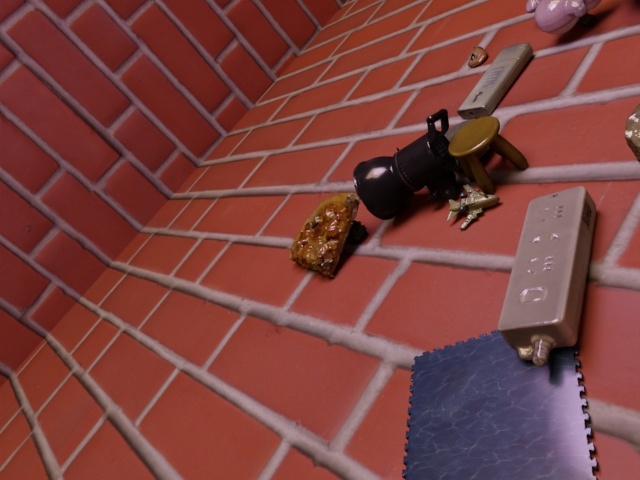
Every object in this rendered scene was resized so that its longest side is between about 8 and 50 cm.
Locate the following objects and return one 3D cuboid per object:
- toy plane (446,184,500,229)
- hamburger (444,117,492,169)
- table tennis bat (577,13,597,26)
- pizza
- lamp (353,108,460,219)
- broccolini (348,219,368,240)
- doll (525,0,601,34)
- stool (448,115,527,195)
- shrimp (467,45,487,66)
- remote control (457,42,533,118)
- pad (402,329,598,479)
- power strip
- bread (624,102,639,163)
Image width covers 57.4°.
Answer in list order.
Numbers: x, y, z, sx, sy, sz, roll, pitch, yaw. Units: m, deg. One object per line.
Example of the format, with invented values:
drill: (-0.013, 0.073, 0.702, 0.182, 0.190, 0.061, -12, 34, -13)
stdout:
toy plane: (0.295, -0.071, 1.139, 0.111, 0.040, 0.102, -18, 55, 44)
hamburger: (0.322, -0.211, 1.287, 0.133, 0.062, 0.140, -52, 29, -11)
table tennis bat: (0.619, -0.561, 1.444, 0.131, 0.022, 0.234, -35, 26, 15)
pizza: (0.000, 0.000, 1.367, 0.292, 0.058, 0.197, -41, 41, 45)
lamp: (0.204, -0.147, 1.248, 0.227, 0.172, 0.147, -28, 4, 41)
broccolini: (0.057, -0.045, 1.443, 0.054, 0.051, 0.239, -2, 14, -16)
doll: (0.583, -0.592, 1.416, 0.160, 0.094, 0.365, -29, 25, 24)
stool: (0.328, -0.171, 1.162, 0.135, 0.110, 0.134, -10, 42, 47)
shrimp: (0.432, -0.514, 1.634, 0.059, 0.023, 0.108, -43, 24, 21)
remote control: (0.429, -0.390, 1.432, 0.233, 0.038, 0.098, -52, 27, -16)
pad: (0.231, 0.230, 0.806, 0.270, 0.012, 0.269, -27, 30, 31)
power strip: (0.340, 0.043, 0.866, 0.098, 0.058, 0.338, -15, 35, 42)
bread: (0.511, -0.111, 0.649, 0.239, 0.264, 0.395, -43, 27, 10)
